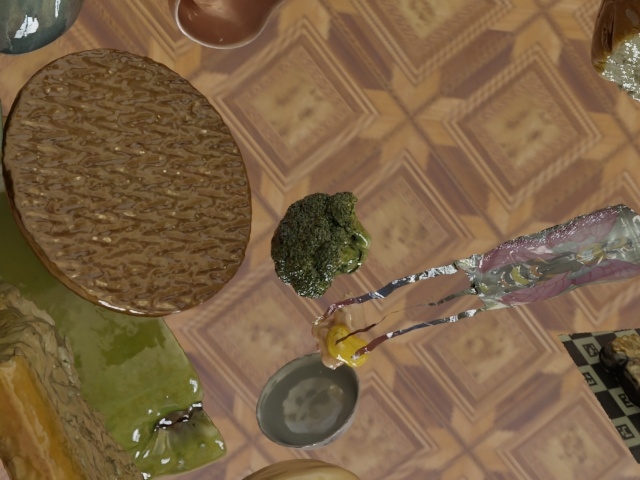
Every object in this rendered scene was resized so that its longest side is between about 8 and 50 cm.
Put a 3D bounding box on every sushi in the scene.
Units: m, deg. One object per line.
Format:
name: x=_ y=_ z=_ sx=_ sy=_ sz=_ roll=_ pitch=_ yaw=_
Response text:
sushi: x=0.452 y=0.189 z=1.580 sx=0.192 sy=0.215 sz=0.050 roll=-1 pitch=138 yaw=-32

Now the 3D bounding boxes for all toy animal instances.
toy animal: x=0.019 y=0.135 z=1.723 sx=0.082 sy=0.091 sz=0.114 roll=-3 pitch=93 yaw=34

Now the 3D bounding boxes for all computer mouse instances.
computer mouse: x=-0.346 y=-0.396 z=1.389 sx=0.167 sy=0.090 sz=0.379 roll=15 pitch=112 yaw=-4

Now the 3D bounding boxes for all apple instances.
apple: x=-0.250 y=0.089 z=1.228 sx=0.320 sy=0.360 sz=0.312 roll=1 pitch=127 yaw=-54

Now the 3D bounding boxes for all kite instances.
kite: x=0.172 y=0.044 z=1.212 sx=0.360 sy=0.022 sz=0.204 roll=-19 pitch=153 yaw=15

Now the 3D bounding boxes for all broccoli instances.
broccoli: x=0.000 y=0.000 z=1.614 sx=0.138 sy=0.146 sz=0.162 roll=9 pitch=108 yaw=-31

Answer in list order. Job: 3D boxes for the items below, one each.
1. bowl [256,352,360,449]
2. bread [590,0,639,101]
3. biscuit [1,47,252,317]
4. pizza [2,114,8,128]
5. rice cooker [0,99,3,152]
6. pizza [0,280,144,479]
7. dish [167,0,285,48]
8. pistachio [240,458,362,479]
bowl: x=-0.007 y=0.290 z=1.985 sx=0.189 sy=0.189 sz=0.086 roll=-30 pitch=132 yaw=-1
bread: x=0.564 y=-0.366 z=1.877 sx=0.225 sy=0.279 sz=0.250 roll=26 pitch=74 yaw=-1
biscuit: x=-0.173 y=-0.052 z=1.068 sx=0.262 sy=0.037 sz=0.262 roll=17 pitch=63 yaw=-37
pizza: x=-0.408 y=0.004 z=1.647 sx=0.435 sy=0.080 sz=0.392 roll=-1 pitch=75 yaw=21
rice cooker: x=-0.404 y=-0.121 z=0.947 sx=0.288 sy=0.277 sz=0.288 roll=-10 pitch=119 yaw=-18
pizza: x=-0.118 y=0.099 z=0.579 sx=0.034 sy=0.262 sz=0.181 roll=-29 pitch=111 yaw=-7
dish: x=-0.143 y=-0.395 z=1.737 sx=0.213 sy=0.090 sz=0.213 roll=-27 pitch=143 yaw=-22
pistachio: x=-0.041 y=0.233 z=0.706 sx=0.157 sy=0.157 sz=0.229 roll=38 pitch=99 yaw=-18
